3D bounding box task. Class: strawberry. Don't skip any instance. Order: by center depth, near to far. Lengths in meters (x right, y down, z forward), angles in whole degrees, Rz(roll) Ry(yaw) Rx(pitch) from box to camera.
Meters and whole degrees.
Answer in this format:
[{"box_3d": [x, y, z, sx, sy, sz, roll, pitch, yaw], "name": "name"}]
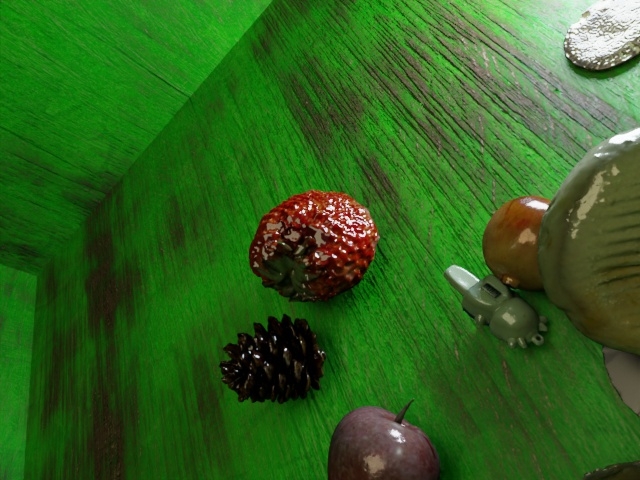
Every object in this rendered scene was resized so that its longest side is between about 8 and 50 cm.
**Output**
[{"box_3d": [0.000, 0.000, 1.334, 0.311, 0.267, 0.351, 9, 41, 19], "name": "strawberry"}]

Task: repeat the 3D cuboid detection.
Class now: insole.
[{"box_3d": [0.568, 0.267, 0.800, 0.110, 0.012, 0.309, -49, 44, 14], "name": "insole"}]

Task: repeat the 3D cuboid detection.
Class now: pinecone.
[{"box_3d": [-0.114, 0.293, 1.260, 0.224, 0.272, 0.225, 176, 90, -70], "name": "pinecone"}]

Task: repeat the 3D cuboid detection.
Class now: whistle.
[{"box_3d": [0.344, 0.129, 1.023, 0.110, 0.092, 0.244, -34, 46, -15], "name": "whistle"}]

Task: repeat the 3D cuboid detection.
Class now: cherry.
[{"box_3d": [0.117, 0.431, 0.985, 0.212, 0.236, 0.286, 21, 93, 6], "name": "cherry"}]

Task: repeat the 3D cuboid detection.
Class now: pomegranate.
[{"box_3d": [0.404, 0.010, 0.975, 0.191, 0.191, 0.192, -21, 55, 34], "name": "pomegranate"}]

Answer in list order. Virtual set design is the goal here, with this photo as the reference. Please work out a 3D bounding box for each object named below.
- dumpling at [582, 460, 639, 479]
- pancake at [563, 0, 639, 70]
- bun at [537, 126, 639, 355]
[{"box_3d": [0.459, 0.404, 0.776, 0.332, 0.086, 0.166, -43, 78, 17], "name": "dumpling"}, {"box_3d": [0.634, -0.458, 1.125, 0.199, 0.021, 0.200, -22, 55, 34], "name": "pancake"}, {"box_3d": [0.517, 0.002, 0.795, 0.364, 0.219, 0.366, 0, 93, 5], "name": "bun"}]
